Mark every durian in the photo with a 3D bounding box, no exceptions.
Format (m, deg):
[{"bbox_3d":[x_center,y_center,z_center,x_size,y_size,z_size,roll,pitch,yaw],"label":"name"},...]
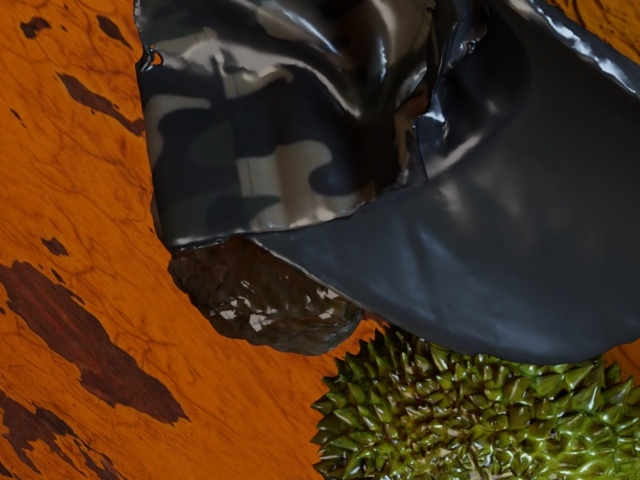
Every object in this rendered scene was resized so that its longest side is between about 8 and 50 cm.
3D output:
[{"bbox_3d":[0.114,0.170,1.266,0.291,0.224,0.291,33,154,19],"label":"durian"}]

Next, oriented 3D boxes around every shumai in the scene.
[{"bbox_3d":[-0.001,-0.004,1.278,0.218,0.184,0.185,-5,165,43],"label":"shumai"}]

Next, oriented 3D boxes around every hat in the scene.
[{"bbox_3d":[0.083,-0.104,1.012,0.382,0.257,0.366,13,148,-26],"label":"hat"}]
